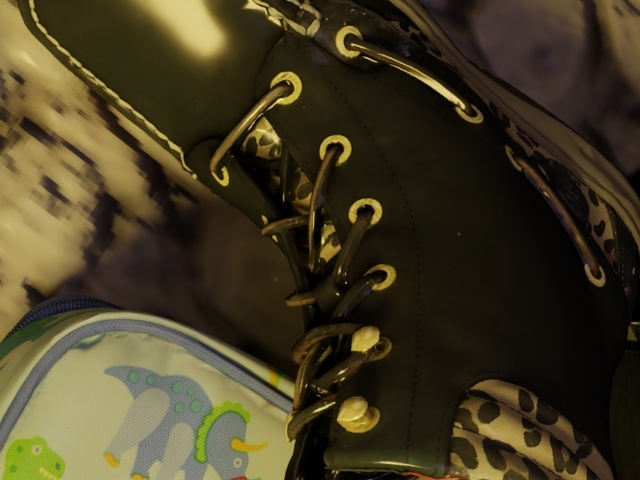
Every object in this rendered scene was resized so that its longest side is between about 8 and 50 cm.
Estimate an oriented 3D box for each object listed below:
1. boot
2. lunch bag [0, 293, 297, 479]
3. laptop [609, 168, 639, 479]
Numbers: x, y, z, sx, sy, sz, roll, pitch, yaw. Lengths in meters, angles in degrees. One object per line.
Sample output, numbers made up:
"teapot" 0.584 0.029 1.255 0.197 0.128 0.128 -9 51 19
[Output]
"boot" 0.002 -0.001 0.409 0.236 0.085 0.179 31 36 -14
"lunch bag" -0.034 0.128 0.447 0.219 0.090 0.176 33 77 -22
"laptop" 0.270 0.067 0.433 0.408 0.382 0.236 -47 110 -18
